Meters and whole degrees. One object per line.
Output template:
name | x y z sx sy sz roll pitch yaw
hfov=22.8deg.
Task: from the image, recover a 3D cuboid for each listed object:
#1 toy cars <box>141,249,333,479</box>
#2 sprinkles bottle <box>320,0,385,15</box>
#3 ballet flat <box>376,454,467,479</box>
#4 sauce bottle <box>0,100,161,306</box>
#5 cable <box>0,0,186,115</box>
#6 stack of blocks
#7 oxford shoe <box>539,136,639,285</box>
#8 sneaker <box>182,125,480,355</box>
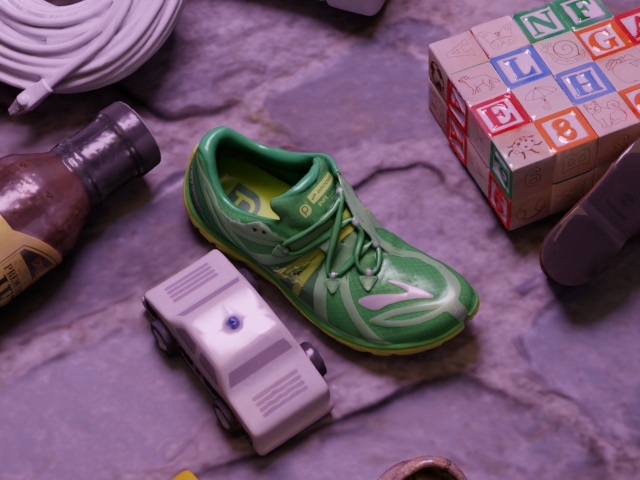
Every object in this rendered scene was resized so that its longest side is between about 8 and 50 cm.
toy cars | -0.080 0.171 1.305 0.176 0.087 0.394 4 60 1
sprinkles bottle | -0.098 -0.322 1.568 0.355 0.121 0.121 16 61 9
ballet flat | 0.046 0.302 1.212 0.107 0.106 0.316 21 61 -9
sauce bottle | -0.291 0.000 1.388 0.344 0.111 0.111 -38 67 -18
cable | -0.240 -0.265 1.490 0.257 0.089 0.257 -22 86 10
stack of blocks | 0.268 -0.144 1.473 0.297 0.087 0.171 -20 53 -11
oxford shoe | 0.276 -0.041 1.414 0.212 0.076 0.076 -37 90 -2
sneaker | 0.000 0.000 1.382 0.295 0.123 0.109 29 64 15
